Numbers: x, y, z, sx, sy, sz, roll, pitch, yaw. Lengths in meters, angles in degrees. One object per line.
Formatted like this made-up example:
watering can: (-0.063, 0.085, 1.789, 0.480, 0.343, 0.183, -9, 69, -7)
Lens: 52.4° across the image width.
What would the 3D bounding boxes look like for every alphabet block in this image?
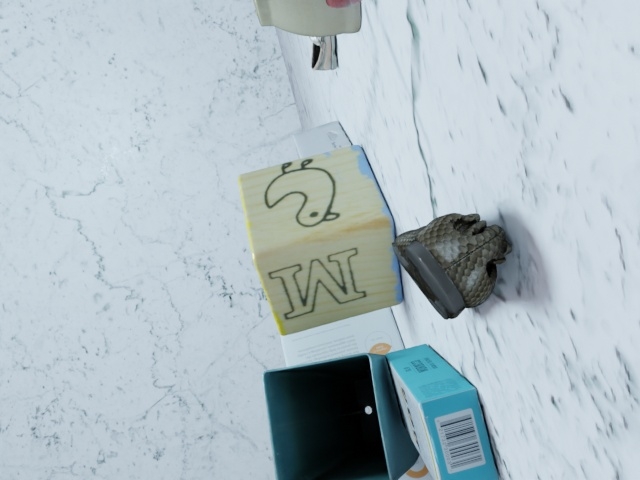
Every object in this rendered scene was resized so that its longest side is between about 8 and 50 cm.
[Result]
alphabet block: (0.000, 0.000, 0.987, 0.193, 0.197, 0.194, -108, 3, -46)

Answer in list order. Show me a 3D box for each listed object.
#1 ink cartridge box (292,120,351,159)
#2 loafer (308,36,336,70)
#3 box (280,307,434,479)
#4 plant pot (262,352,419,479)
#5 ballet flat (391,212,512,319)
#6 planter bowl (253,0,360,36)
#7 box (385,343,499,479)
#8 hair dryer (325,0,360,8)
ink cartridge box: (0.023, -0.087, 1.198, 0.160, 0.092, 0.220, -110, 4, -62)
loafer: (0.000, -0.294, 0.961, 0.125, 0.039, 0.045, 78, 177, -63)
box: (0.076, 0.322, 1.163, 0.168, 0.214, 0.346, 76, 178, -54)
plant pot: (0.054, 0.255, 0.946, 0.234, 0.165, 0.166, 17, -118, -63)
ballet flat: (0.098, 0.015, 0.500, 0.084, 0.058, 0.250, 53, -179, 7)
planter bowl: (-0.029, -0.299, 0.721, 0.162, 0.109, 0.162, 164, 90, -88)
box: (0.131, 0.194, 0.753, 0.244, 0.060, 0.101, -143, 38, -87)
hair dryer: (-0.002, -0.343, 0.532, 0.223, 0.080, 0.294, -31, -69, -75)
